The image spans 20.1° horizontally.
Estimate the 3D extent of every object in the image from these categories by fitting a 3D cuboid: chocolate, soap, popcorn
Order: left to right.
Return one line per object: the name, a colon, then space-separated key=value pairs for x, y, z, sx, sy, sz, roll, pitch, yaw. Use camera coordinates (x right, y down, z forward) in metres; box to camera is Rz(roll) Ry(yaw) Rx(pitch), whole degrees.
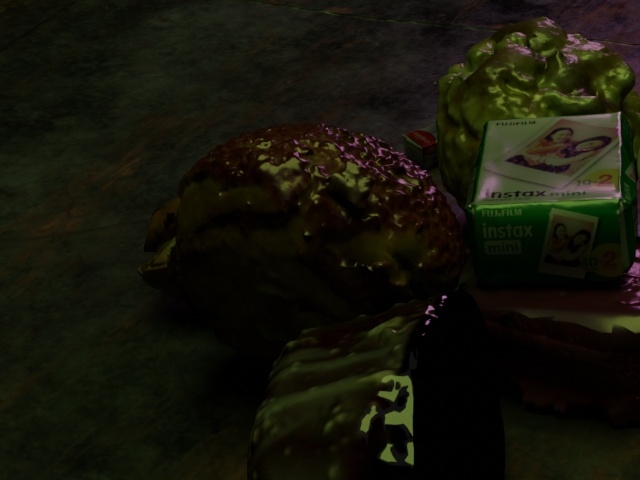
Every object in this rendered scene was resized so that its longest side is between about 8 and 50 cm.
chocolate: x=0.040 y=0.192 z=1.721 sx=0.210 sy=0.225 sz=0.340 roll=-10 pitch=26 yaw=20
popcorn: x=0.267 y=-0.124 z=2.217 sx=0.282 sy=0.247 sz=0.282 roll=-2 pitch=40 yaw=1
soap: x=0.308 y=0.089 z=1.935 sx=0.325 sy=0.127 sz=0.220 roll=11 pitch=31 yaw=31

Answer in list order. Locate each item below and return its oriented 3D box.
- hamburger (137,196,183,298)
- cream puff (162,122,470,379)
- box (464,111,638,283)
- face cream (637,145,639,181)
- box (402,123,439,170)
hamburger: x=-0.079 y=-0.007 z=2.143 sx=0.283 sy=0.144 sz=0.156 roll=-13 pitch=-12 yaw=-12
cream puff: x=0.005 y=0.001 z=1.937 sx=0.350 sy=0.350 sz=0.228 roll=10 pitch=56 yaw=28
box: x=0.256 y=-0.048 z=1.969 sx=0.180 sy=0.103 sz=0.250 roll=-3 pitch=26 yaw=11
face cream: x=0.482 y=-0.047 z=2.015 sx=0.218 sy=0.179 sz=0.218 roll=-15 pitch=45 yaw=16
box: x=0.220 y=-0.152 z=2.477 sx=0.218 sy=0.039 sz=0.055 roll=-20 pitch=33 yaw=-21
